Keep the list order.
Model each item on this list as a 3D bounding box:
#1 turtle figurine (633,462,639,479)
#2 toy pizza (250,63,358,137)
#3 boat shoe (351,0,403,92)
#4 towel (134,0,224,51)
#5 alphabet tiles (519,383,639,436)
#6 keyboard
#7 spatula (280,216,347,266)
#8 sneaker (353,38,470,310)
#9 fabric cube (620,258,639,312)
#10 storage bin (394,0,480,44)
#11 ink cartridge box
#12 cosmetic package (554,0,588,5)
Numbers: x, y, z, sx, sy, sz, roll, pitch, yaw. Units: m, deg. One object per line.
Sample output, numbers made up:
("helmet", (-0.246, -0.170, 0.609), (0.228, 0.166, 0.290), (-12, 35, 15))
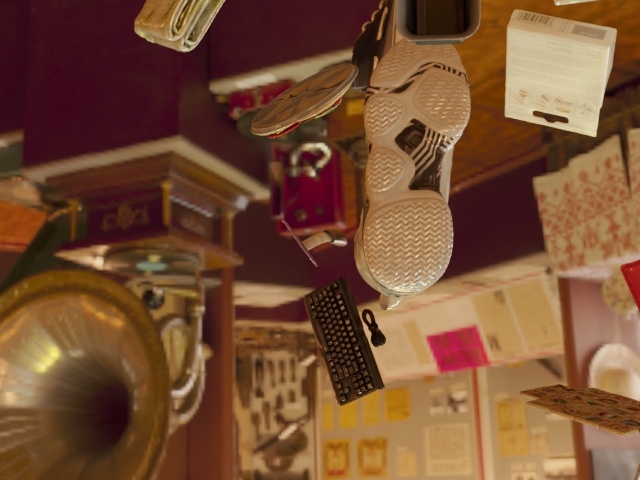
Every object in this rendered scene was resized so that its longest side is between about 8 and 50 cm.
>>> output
("turtle figurine", (0.335, 0.410, 1.045), (0.274, 0.266, 0.198), (-26, -154, 0))
("toy pizza", (-0.023, -0.223, 1.490), (0.201, 0.201, 0.032), (-14, 118, 39))
("boat shoe", (0.140, -0.430, 1.745), (0.158, 0.341, 0.127), (4, 172, 44))
("towel", (-0.262, -0.556, 1.920), (0.090, 0.321, 0.374), (33, -179, -27))
("alphabet tiles", (0.620, 0.366, 1.980), (0.285, 0.011, 0.342), (1, -172, -45))
("keyboard", (0.043, 0.145, 1.369), (0.108, 0.180, 0.023), (-27, 159, 19))
("spatula", (0.000, 0.000, 1.465), (0.030, 0.084, 0.296), (-39, 170, 16))
("sneaker", (0.113, -0.084, 1.244), (0.137, 0.366, 0.210), (7, 160, -1))
("fabric cube", (0.527, 0.107, 0.991), (0.259, 0.254, 0.258), (-30, 152, 33))
("storage bin", (0.129, -0.266, 0.949), (0.098, 0.135, 0.091), (0, 180, 9))
("ink cartridge box", (0.422, -0.296, 1.636), (0.181, 0.056, 0.225), (17, 151, 21))
("cosmetic package", (0.471, -0.572, 1.398), (0.156, 0.385, 0.217), (-14, -168, -30))
